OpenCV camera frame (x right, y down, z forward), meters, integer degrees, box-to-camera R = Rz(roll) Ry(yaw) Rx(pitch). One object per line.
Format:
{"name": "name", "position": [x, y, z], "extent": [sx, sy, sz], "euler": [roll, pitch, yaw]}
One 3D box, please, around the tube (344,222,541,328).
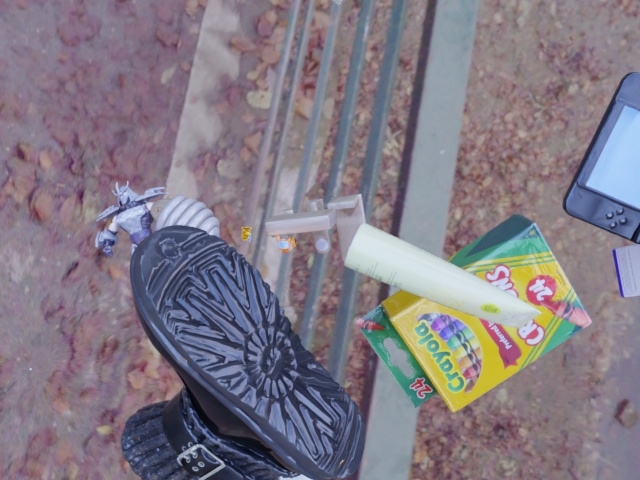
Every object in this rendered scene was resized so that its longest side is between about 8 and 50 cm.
{"name": "tube", "position": [0.148, 0.052, 0.875], "extent": [0.240, 0.070, 0.062], "euler": [23, 114, 6]}

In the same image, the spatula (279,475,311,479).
{"name": "spatula", "position": [-0.089, 0.478, 1.236], "extent": [0.242, 0.168, 0.019], "euler": [-1, 118, -17]}

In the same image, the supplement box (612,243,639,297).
{"name": "supplement box", "position": [0.732, 0.048, 1.450], "extent": [0.111, 0.220, 0.114], "euler": [-3, 79, -22]}

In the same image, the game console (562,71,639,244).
{"name": "game console", "position": [0.631, -0.128, 1.274], "extent": [0.250, 0.173, 0.293], "euler": [22, 100, -6]}

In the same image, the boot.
{"name": "boot", "position": [-0.142, 0.163, 0.783], "extent": [0.348, 0.260, 0.131], "euler": [55, 40, -17]}

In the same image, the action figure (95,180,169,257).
{"name": "action figure", "position": [-0.359, 0.011, 1.441], "extent": [0.099, 0.185, 0.285], "euler": [-28, 97, -65]}

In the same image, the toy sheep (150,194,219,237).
{"name": "toy sheep", "position": [-0.192, -0.017, 1.031], "extent": [0.132, 0.091, 0.091], "euler": [31, 70, 3]}

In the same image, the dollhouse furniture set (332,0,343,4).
{"name": "dollhouse furniture set", "position": [0.027, -0.411, 0.834], "extent": [0.129, 0.184, 0.129], "euler": [32, 44, 0]}

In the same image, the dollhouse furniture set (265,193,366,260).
{"name": "dollhouse furniture set", "position": [0.000, 0.000, 1.266], "extent": [0.144, 0.151, 0.123], "euler": [-6, 105, 16]}

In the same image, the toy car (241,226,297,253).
{"name": "toy car", "position": [-0.114, 0.004, 1.542], "extent": [0.122, 0.060, 0.041], "euler": [6, 70, 1]}

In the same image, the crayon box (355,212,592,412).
{"name": "crayon box", "position": [0.243, 0.130, 1.123], "extent": [0.318, 0.081, 0.202], "euler": [-34, 106, 3]}
